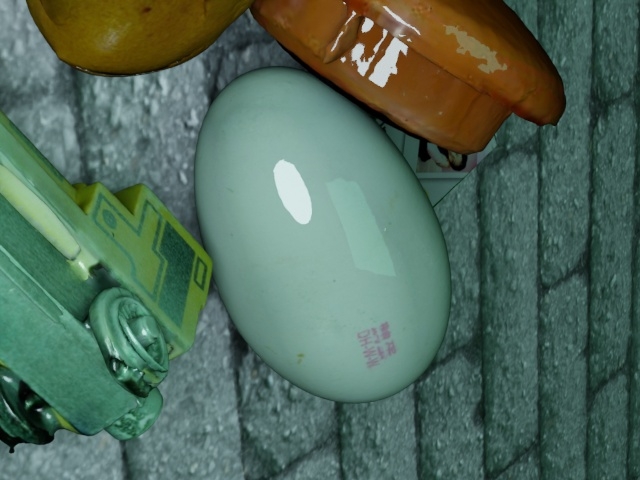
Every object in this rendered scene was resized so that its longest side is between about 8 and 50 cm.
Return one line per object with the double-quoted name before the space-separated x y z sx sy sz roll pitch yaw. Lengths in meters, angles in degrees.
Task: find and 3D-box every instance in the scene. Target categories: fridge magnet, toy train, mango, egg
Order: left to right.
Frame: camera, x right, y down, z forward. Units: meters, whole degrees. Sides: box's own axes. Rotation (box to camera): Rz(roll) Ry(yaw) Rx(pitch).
"toy train" -0.239 -0.011 0.903 0.369 0.150 0.237 52 24 -31
"mango" -0.119 -0.233 0.916 0.201 0.287 0.153 19 53 -44
"egg" 0.000 0.000 1.161 0.230 0.230 0.371 -47 125 -34
"fridge magnet" 0.071 -0.207 1.116 0.363 0.363 0.155 16 112 -52

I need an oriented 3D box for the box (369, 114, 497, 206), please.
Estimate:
"box" 0.093 -0.122 1.348 0.250 0.103 0.180 -45 131 -36
